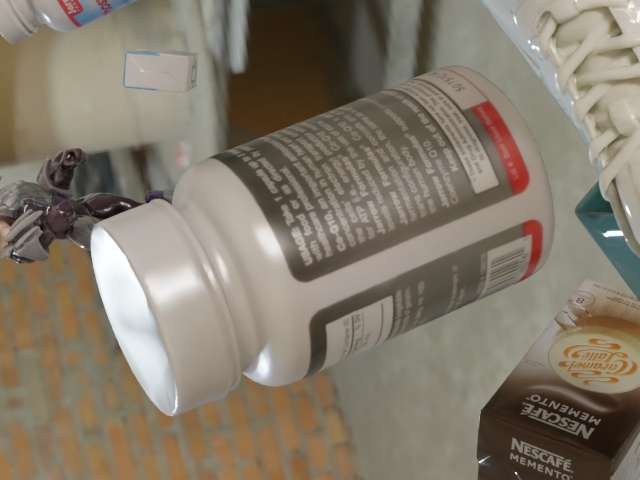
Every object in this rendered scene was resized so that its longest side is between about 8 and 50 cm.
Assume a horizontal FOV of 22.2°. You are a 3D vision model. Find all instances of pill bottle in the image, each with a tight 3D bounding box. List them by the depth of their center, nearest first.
[{"bbox_3d":[0.000,0.000,1.098,0.161,0.283,0.161,52,155,37],"label":"pill bottle"},{"bbox_3d":[-0.172,-0.209,1.208,0.087,0.160,0.087,-25,-90,-84],"label":"pill bottle"}]

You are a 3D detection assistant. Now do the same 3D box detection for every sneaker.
[{"bbox_3d":[0.129,-0.054,0.607,0.090,0.232,0.115,-34,21,39],"label":"sneaker"}]

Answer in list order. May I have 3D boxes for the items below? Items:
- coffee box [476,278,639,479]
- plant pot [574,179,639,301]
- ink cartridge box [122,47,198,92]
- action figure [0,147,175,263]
[{"bbox_3d":[0.271,0.158,1.610,0.141,0.246,0.098,19,130,25],"label":"coffee box"},{"bbox_3d":[0.336,0.018,1.175,0.166,0.165,0.234,6,135,55],"label":"plant pot"},{"bbox_3d":[-0.120,-0.130,1.241,0.083,0.048,0.028,-79,-5,-81],"label":"ink cartridge box"},{"bbox_3d":[-0.215,-0.021,1.490,0.185,0.285,0.099,-92,12,-59],"label":"action figure"}]
